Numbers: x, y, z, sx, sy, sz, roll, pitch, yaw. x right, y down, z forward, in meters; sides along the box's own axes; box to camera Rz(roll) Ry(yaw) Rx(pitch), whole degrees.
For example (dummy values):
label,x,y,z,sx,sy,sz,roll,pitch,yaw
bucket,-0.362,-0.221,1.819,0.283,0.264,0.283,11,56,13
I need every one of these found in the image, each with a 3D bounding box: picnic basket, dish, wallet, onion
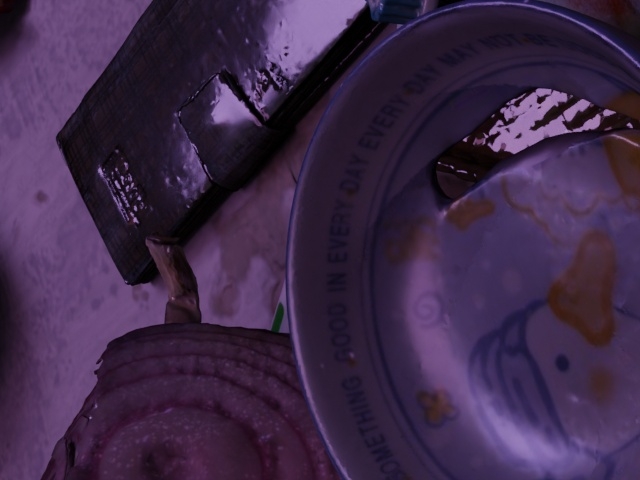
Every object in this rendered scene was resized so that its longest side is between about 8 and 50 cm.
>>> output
label,x,y,z,sx,sy,sz,roll,pitch,yaw
picnic basket,0.125,-0.079,0.639,0.193,0.054,0.110,23,109,38
dish,0.115,0.024,0.550,0.273,0.133,0.274,6,99,48
wallet,-0.086,-0.122,0.827,0.317,0.044,0.169,-45,62,29
onion,-0.063,0.196,0.666,0.256,0.272,0.230,22,132,10

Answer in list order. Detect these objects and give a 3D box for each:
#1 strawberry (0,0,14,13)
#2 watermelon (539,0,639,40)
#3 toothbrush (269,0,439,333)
label,x,y,z,sx,sy,sz,roll,pitch,yaw
strawberry,-0.383,-0.270,1.033,0.178,0.233,0.234,170,101,-68
watermelon,0.158,-0.253,0.524,0.289,0.213,0.320,-33,52,21
toothbrush,0.005,0.000,0.708,0.042,0.040,0.418,54,135,48
